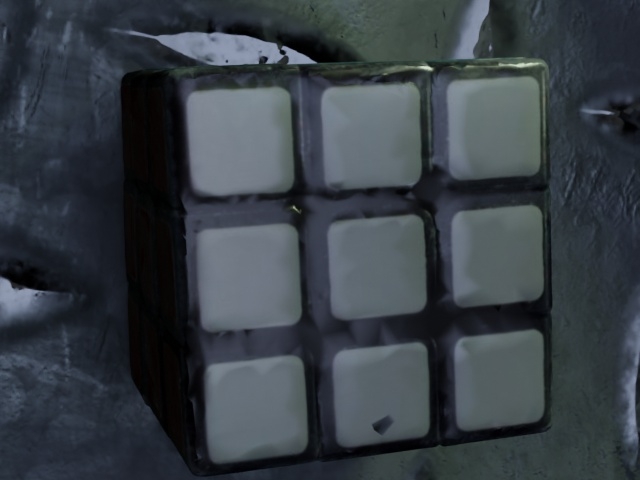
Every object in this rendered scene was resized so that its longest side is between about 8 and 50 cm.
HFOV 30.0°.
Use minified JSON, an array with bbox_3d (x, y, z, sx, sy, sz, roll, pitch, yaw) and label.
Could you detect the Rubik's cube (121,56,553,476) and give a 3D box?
[{"bbox_3d":[0.000,0.000,1.008,0.301,0.305,0.304,-5,100,-17],"label":"Rubik's cube"}]
